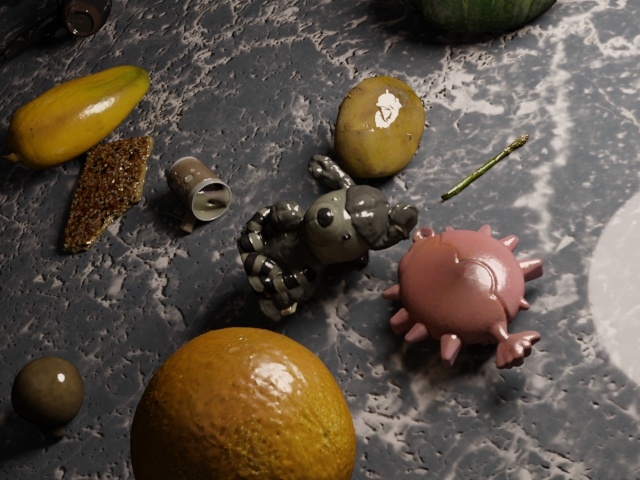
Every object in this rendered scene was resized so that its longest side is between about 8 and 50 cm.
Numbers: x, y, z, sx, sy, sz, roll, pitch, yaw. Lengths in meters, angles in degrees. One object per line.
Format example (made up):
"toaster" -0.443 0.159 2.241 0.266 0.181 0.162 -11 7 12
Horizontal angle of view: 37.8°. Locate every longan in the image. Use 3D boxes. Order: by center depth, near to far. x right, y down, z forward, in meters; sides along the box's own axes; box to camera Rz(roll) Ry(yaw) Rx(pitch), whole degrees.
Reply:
"longan" -0.394 0.228 1.354 0.106 0.106 0.119 -5 95 20

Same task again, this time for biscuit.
"biscuit" -0.369 -0.086 1.624 0.131 0.026 0.237 -9 51 18

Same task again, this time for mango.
"mango" -0.442 -0.230 1.705 0.317 0.119 0.176 -34 28 -20

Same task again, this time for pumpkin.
"pumpkin" 0.263 -0.460 1.531 0.300 0.207 0.300 -5 43 5

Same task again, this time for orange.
"orange" -0.094 0.236 1.105 0.274 0.274 0.274 -12 51 15

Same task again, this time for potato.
"potato" 0.090 -0.178 1.436 0.137 0.137 0.176 -5 55 20

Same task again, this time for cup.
"cup" -0.203 -0.075 1.529 0.074 0.102 0.099 -9 36 -35

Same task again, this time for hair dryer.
"hair dryer" -0.594 -0.465 1.982 0.359 0.120 0.304 -30 40 11

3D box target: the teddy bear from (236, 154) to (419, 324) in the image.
"teddy bear" -0.009 -0.023 1.296 0.251 0.144 0.171 -39 70 17

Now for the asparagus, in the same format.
"asparagus" 0.245 -0.109 1.390 0.166 0.013 0.016 -36 7 -8

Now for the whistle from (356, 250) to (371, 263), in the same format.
"whistle" 0.000 0.000 1.396 0.176 0.033 0.033 17 62 32

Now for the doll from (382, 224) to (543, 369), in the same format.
"doll" 0.190 0.067 1.226 0.211 0.093 0.262 -35 48 -9
